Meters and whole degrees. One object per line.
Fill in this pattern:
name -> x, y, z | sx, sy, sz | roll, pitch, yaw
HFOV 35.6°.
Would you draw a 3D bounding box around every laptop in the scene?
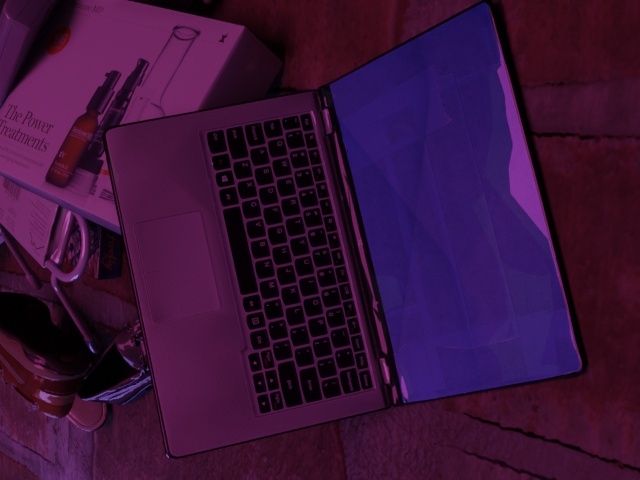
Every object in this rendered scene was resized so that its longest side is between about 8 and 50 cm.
laptop -> 0.000, 0.000, 1.044 | 0.236, 0.407, 0.382 | 127, 131, -78

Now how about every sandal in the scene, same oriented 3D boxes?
sandal -> -0.198, -0.324, 1.364 | 0.067, 0.040, 0.179 | 41, 155, -11

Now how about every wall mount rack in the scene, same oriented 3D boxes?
wall mount rack -> -0.405, -0.007, 1.520 | 0.350, 0.130, 0.304 | 37, 116, 40

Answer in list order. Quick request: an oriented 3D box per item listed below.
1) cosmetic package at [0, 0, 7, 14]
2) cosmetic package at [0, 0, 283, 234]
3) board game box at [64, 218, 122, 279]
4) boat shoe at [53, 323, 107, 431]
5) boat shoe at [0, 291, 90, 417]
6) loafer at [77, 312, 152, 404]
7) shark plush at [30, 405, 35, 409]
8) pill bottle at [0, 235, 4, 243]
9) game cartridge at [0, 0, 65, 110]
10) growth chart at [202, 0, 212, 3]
cosmetic package -> -0.633, -0.427, 1.714 | 0.107, 0.237, 0.127 | 7, 102, 50
cosmetic package -> -0.264, -0.168, 1.314 | 0.377, 0.097, 0.284 | 21, 78, 39
board game box -> -0.369, -0.076, 1.591 | 0.165, 0.042, 0.243 | 21, 109, 45
boat shoe -> -0.420, 0.226, 1.668 | 0.233, 0.084, 0.079 | 48, 165, 26
boat shoe -> -0.473, 0.176, 1.570 | 0.324, 0.122, 0.120 | 29, 113, 49
loafer -> -0.276, 0.173, 1.476 | 0.267, 0.084, 0.096 | -47, 59, 40
shark plush -> -0.506, 0.237, 1.754 | 0.161, 0.067, 0.073 | 52, 129, 32
pill bottle -> -0.648, -0.118, 1.824 | 0.146, 0.146, 0.264 | -28, 73, 46
game cartridge -> -0.409, -0.330, 1.470 | 0.196, 0.060, 0.294 | -50, 14, 35
growth chart -> -0.187, -0.452, 1.320 | 0.237, 0.021, 0.172 | 44, 118, 18
